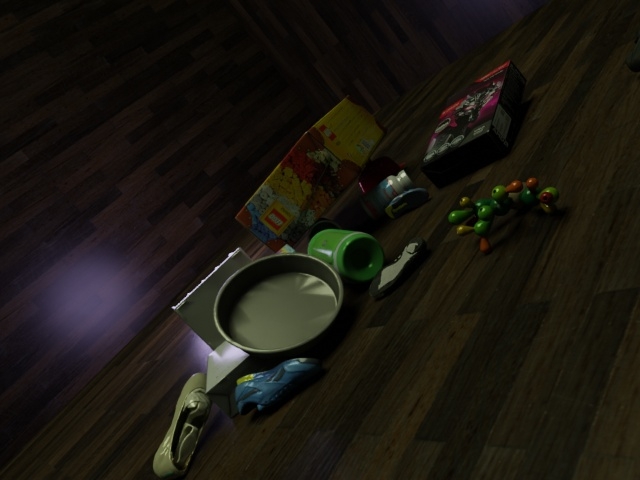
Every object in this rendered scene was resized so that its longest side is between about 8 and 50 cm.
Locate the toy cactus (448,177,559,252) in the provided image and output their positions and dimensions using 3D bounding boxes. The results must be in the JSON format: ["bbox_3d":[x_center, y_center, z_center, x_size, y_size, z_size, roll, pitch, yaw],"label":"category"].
[{"bbox_3d":[0.356,-0.064,1.063,0.181,0.112,0.219,-27,-2,-44],"label":"toy cactus"}]

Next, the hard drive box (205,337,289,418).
[{"bbox_3d":[-0.177,0.287,1.351,0.181,0.089,0.232,-40,14,-1],"label":"hard drive box"}]

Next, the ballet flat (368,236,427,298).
[{"bbox_3d":[0.174,0.065,1.240,0.173,0.049,0.057,-45,46,-6],"label":"ballet flat"}]

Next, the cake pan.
[{"bbox_3d":[-0.090,0.145,1.264,0.294,0.054,0.293,-7,42,6],"label":"cake pan"}]

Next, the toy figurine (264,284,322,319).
[{"bbox_3d":[-0.032,0.169,1.366,0.159,0.130,0.173,-26,-11,1],"label":"toy figurine"}]

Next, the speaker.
[{"bbox_3d":[0.057,0.036,1.450,0.131,0.131,0.296,-43,13,-11],"label":"speaker"}]

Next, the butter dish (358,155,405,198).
[{"bbox_3d":[0.193,-0.240,1.991,0.160,0.118,0.160,-28,17,43],"label":"butter dish"}]

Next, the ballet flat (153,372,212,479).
[{"bbox_3d":[-0.284,0.401,1.247,0.086,0.086,0.248,-28,34,42],"label":"ballet flat"}]

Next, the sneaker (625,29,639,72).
[{"bbox_3d":[0.758,-0.471,1.226,0.286,0.109,0.130,-43,7,-19],"label":"sneaker"}]

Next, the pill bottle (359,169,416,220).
[{"bbox_3d":[0.203,-0.137,1.694,0.160,0.087,0.087,-37,13,15],"label":"pill bottle"}]

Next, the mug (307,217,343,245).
[{"bbox_3d":[-0.004,-0.009,1.807,0.150,0.113,0.169,-38,10,2],"label":"mug"}]

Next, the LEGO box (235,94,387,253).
[{"bbox_3d":[-0.011,-0.224,1.832,0.372,0.193,0.500,-46,6,29],"label":"LEGO box"}]

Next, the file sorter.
[{"bbox_3d":[-0.313,0.192,1.827,0.277,0.193,0.173,-45,11,-20],"label":"file sorter"}]

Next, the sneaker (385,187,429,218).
[{"bbox_3d":[0.244,-0.115,1.583,0.144,0.053,0.059,-26,17,44],"label":"sneaker"}]

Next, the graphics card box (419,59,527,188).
[{"bbox_3d":[0.430,-0.327,1.581,0.233,0.094,0.370,-25,29,45],"label":"graphics card box"}]

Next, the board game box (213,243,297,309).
[{"bbox_3d":[-0.142,0.158,1.561,0.275,0.144,0.142,-41,13,-4],"label":"board game box"}]

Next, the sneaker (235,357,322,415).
[{"bbox_3d":[-0.083,0.298,1.146,0.209,0.069,0.082,-25,51,23],"label":"sneaker"}]
